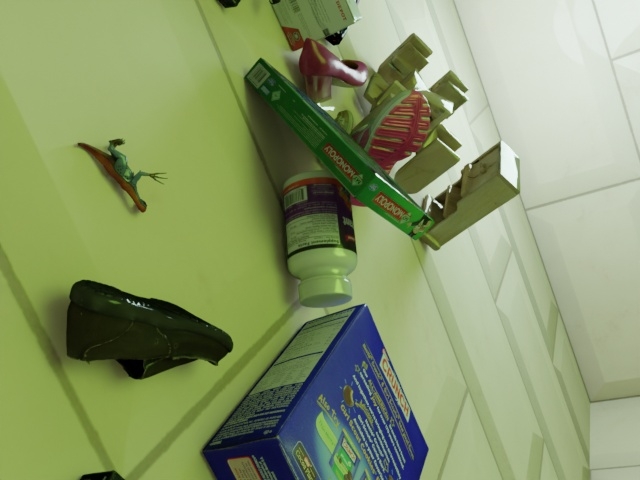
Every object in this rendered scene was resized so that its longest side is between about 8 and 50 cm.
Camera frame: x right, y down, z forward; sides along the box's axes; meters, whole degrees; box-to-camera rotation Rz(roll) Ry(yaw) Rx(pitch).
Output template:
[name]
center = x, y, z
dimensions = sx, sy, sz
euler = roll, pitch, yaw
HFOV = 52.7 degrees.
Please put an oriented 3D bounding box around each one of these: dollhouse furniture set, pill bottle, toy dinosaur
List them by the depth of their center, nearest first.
[toy dinosaur]
center = -0.220, -0.069, 0.717
dimensions = 0.090, 0.047, 0.082
euler = -10, 93, -30
[pill bottle]
center = 0.000, 0.000, 0.990
dimensions = 0.108, 0.108, 0.193
euler = 27, 53, -55
[dollhouse furniture set]
center = 0.233, -0.208, 1.503
dimensions = 0.394, 0.256, 0.362
euler = 40, 37, -15

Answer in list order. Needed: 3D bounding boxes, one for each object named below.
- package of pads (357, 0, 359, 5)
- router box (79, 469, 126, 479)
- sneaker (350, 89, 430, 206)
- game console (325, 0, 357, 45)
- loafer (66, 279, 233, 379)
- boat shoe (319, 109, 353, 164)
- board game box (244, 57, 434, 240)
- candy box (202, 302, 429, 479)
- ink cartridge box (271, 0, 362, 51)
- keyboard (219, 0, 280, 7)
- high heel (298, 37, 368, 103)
[package of pads]
center = 0.065, -0.563, 1.509
dimensions = 0.050, 0.032, 0.083
euler = 57, 31, -31
[router box]
center = -0.185, 0.309, 0.540
dimensions = 0.133, 0.046, 0.179
euler = 57, 31, -29
[sneaker]
center = 0.107, -0.185, 1.202
dimensions = 0.103, 0.252, 0.111
euler = 13, 41, -28
[game console]
center = -0.035, -0.552, 1.253
dimensions = 0.361, 0.044, 0.213
euler = 23, 73, -52
[loafer]
center = -0.177, 0.101, 0.660
dimensions = 0.220, 0.080, 0.078
euler = 32, 81, -54
[boat shoe]
center = 0.029, -0.195, 1.221
dimensions = 0.048, 0.056, 0.153
euler = 16, 54, -10
[board game box]
center = 0.030, -0.145, 1.021
dimensions = 0.317, 0.046, 0.213
euler = 51, 12, 34
[candy box]
center = 0.018, 0.278, 0.856
dimensions = 0.268, 0.122, 0.317
euler = 66, 29, -12
[ink cartridge box]
center = -0.006, -0.422, 1.184
dimensions = 0.099, 0.135, 0.056
euler = 65, 28, -17
[keyboard]
center = -0.104, -0.503, 1.084
dimensions = 0.201, 0.033, 0.317
euler = 44, 54, -34
[high heel]
center = 0.030, -0.351, 1.252
dimensions = 0.244, 0.082, 0.117
euler = -38, 133, -49
